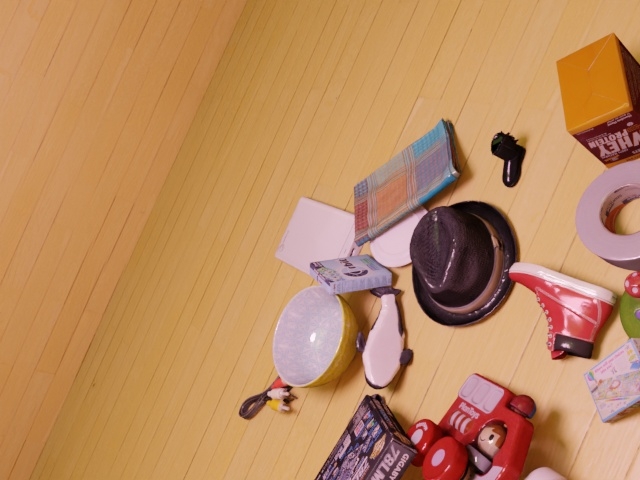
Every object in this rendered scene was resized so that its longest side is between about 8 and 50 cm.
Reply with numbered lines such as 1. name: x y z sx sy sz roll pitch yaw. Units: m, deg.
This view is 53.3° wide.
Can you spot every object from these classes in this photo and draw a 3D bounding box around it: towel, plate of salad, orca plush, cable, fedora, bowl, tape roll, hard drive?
1. towel: 0.234 -0.168 1.828 0.370 0.040 0.271 -36 33 30
2. plate of salad: 0.229 -0.015 1.800 0.200 0.048 0.199 -18 58 31
3. orca plush: 0.153 0.267 1.697 0.102 0.151 0.287 113 155 -57
4. cable: -0.171 0.477 1.985 0.287 0.072 0.139 -22 49 42
5. fedora: 0.315 0.037 1.571 0.334 0.152 0.334 -23 55 37
6. bowl: 0.015 0.284 1.801 0.289 0.156 0.289 -27 51 39
7. tape roll: 0.644 -0.051 1.307 0.219 0.072 0.219 -28 50 39
8. hard drive: 0.000 0.000 2.062 0.353 0.047 0.233 23 89 53

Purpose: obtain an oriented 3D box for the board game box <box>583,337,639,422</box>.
1. board game box: 0.570 0.267 1.206 0.154 0.026 0.103 115 153 -50

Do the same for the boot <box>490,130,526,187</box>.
1. boot: 0.460 -0.204 1.585 0.045 0.099 0.121 10 79 53

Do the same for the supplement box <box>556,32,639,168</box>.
1. supplement box: 0.621 -0.292 1.365 0.129 0.194 0.191 -23 54 41

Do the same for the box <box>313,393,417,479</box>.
1. box: 0.080 0.525 1.429 0.295 0.073 0.293 -59 8 0

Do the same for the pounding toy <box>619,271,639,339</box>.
1. pounding toy: 0.627 0.143 1.193 0.183 0.110 0.236 11 79 52

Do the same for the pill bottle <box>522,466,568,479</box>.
1. pill bottle: 0.480 0.534 1.113 0.283 0.160 0.160 29 93 52

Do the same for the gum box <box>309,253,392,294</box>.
1. gum box: 0.083 0.093 1.790 0.157 0.184 0.041 -139 46 -60

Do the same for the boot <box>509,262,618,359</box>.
1. boot: 0.488 0.155 1.374 0.244 0.088 0.176 25 92 49

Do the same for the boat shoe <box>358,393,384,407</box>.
1. boat shoe: 0.147 0.481 1.607 0.065 0.075 0.206 -46 37 28

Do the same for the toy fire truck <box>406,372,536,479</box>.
1. toy fire truck: 0.326 0.409 1.321 0.254 0.169 0.302 -54 11 -7
